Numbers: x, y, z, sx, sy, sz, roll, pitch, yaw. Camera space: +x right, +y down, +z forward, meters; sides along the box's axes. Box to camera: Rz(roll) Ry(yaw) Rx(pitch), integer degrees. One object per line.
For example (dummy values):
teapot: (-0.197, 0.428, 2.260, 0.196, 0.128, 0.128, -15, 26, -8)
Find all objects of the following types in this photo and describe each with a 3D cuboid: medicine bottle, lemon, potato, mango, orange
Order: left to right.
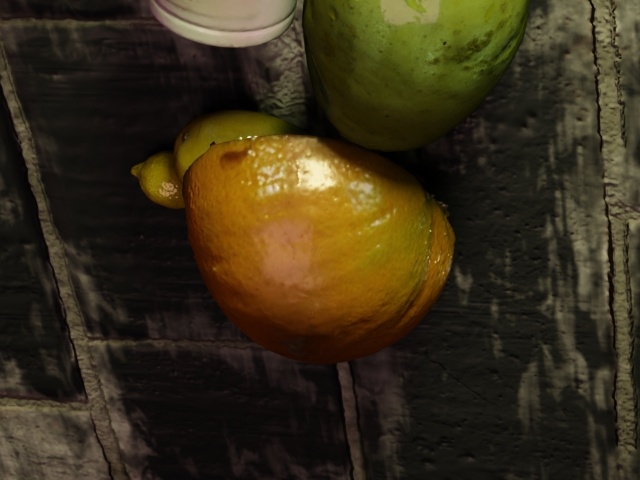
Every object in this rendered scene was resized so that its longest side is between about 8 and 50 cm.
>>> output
lemon: (-0.167, -0.067, 1.999, 0.092, 0.065, 0.065, 20, 131, 9)
medicine bottle: (-0.080, -0.328, 1.706, 0.152, 0.152, 0.254, 16, 130, 5)
mango: (-0.063, -0.075, 1.940, 0.195, 0.092, 0.130, 28, 127, -14)
orange: (-0.004, 0.002, 1.892, 0.274, 0.274, 0.310, -7, 118, 22)
potato: (0.088, -0.210, 1.707, 0.216, 0.216, 0.304, 16, 134, 5)
